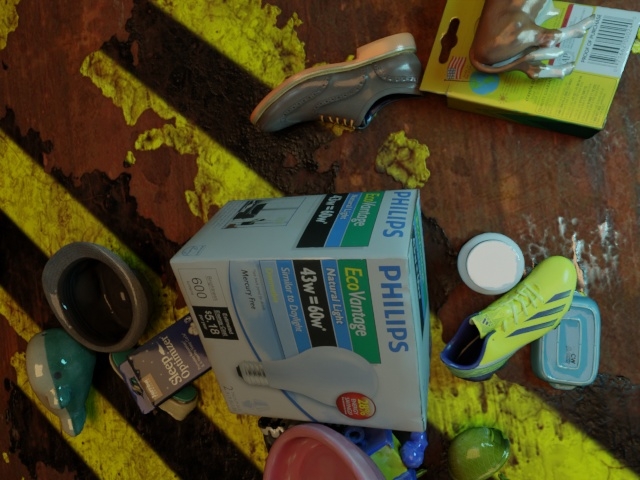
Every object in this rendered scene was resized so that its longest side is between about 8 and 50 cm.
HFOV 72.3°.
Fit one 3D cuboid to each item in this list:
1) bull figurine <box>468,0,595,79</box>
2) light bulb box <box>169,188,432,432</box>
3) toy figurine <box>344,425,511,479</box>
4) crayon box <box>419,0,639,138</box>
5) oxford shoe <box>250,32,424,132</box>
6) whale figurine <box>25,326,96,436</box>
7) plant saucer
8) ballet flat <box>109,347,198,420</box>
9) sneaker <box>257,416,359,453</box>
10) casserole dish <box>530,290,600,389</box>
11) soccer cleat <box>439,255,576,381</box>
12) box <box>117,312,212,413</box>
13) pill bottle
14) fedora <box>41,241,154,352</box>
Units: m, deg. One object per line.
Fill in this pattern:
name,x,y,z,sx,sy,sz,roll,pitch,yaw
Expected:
bull figurine,0.347,-0.413,0.708,0.189,0.101,0.310,16,94,15
light bulb box,-0.001,0.119,0.770,0.362,0.225,0.357,-2,120,18
toy figurine,0.138,0.411,0.787,0.363,0.191,0.217,-39,96,14
crayon box,0.366,-0.326,0.797,0.319,0.081,0.202,19,96,16
oxford shoe,0.029,-0.279,0.882,0.364,0.130,0.132,-19,93,18
whale figurine,-0.615,0.341,1.081,0.141,0.216,0.271,-17,109,-24
plant saucer,0.023,0.478,0.743,0.332,0.084,0.331,-1,89,49
ballet flat,-0.406,0.345,1.048,0.249,0.086,0.086,28,98,14
sneaker,-0.018,0.429,0.928,0.235,0.078,0.106,-4,96,18
casserole dish,0.449,0.184,0.798,0.114,0.037,0.188,3,92,18
soccer cleat,0.332,0.140,0.778,0.289,0.121,0.093,-53,32,16
box,-0.344,0.277,1.001,0.225,0.036,0.136,-35,77,-7
pill bottle,0.296,0.040,0.769,0.108,0.180,0.107,0,91,18
fedora,-0.504,0.128,1.047,0.244,0.124,0.275,-44,87,15
